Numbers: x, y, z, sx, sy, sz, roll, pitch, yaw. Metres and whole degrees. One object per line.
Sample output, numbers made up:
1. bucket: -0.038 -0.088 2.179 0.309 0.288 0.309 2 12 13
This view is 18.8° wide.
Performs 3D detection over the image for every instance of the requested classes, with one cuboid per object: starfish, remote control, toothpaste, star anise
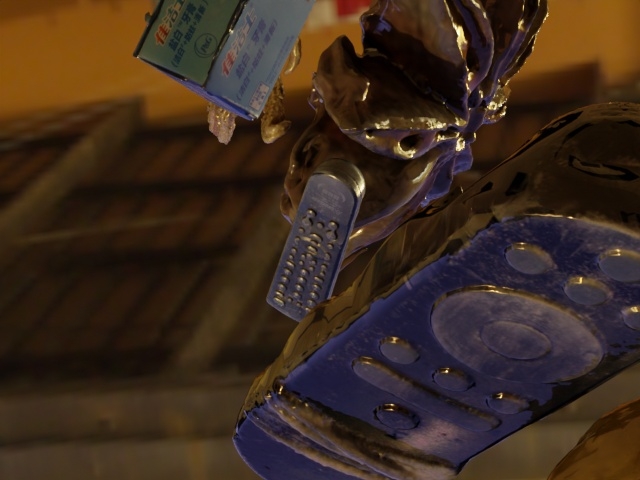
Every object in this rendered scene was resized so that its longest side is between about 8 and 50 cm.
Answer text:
1. starfish: -0.067 -0.139 1.501 0.053 0.150 0.209 -1 -141 -24
2. remote control: 0.049 0.029 0.678 0.266 0.090 0.066 -42 -160 54
3. toothpaste: -0.007 -0.200 1.006 0.053 0.272 0.066 25 179 27
4. remote control: -0.001 0.001 1.326 0.043 0.152 0.027 25 -134 4
5. star anise: 0.070 -0.117 1.459 0.118 0.331 0.332 31 -152 12

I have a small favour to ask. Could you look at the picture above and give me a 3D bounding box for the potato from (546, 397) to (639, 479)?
1. potato: 0.183 0.201 0.983 0.242 0.285 0.242 33 -155 -17
